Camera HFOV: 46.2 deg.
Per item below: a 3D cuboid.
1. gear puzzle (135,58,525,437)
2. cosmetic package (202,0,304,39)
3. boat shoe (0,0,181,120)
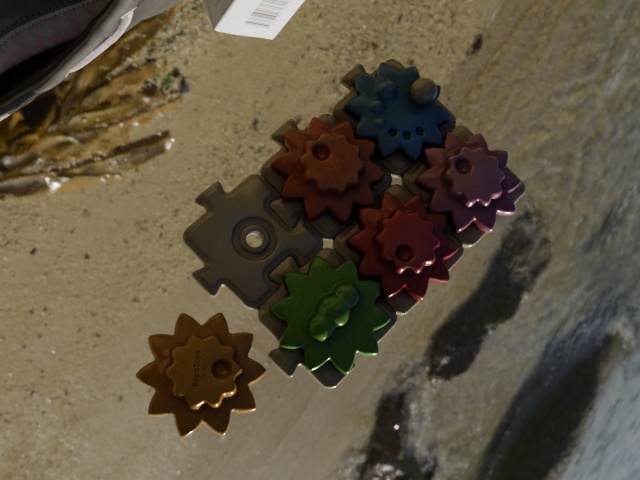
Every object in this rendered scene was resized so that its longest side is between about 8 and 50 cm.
[{"bbox_3d":[0.000,0.000,0.546,0.339,0.175,0.044,-43,175,-20],"label":"gear puzzle"},{"bbox_3d":[-0.034,-0.450,0.796,0.097,0.284,0.377,-3,153,-42],"label":"cosmetic package"},{"bbox_3d":[-0.223,-0.122,0.454,0.112,0.335,0.095,61,19,-18],"label":"boat shoe"}]
